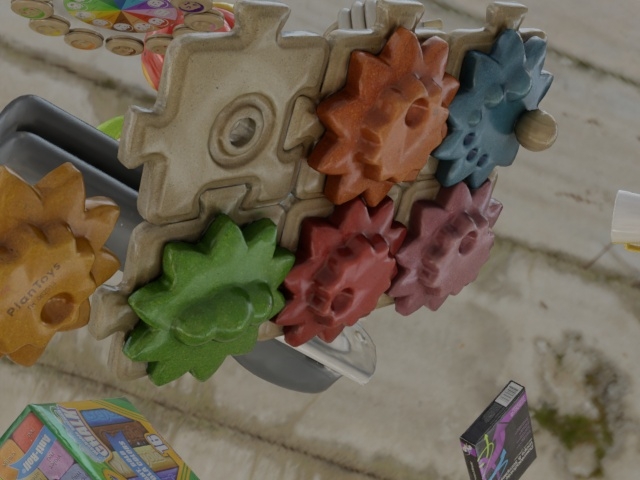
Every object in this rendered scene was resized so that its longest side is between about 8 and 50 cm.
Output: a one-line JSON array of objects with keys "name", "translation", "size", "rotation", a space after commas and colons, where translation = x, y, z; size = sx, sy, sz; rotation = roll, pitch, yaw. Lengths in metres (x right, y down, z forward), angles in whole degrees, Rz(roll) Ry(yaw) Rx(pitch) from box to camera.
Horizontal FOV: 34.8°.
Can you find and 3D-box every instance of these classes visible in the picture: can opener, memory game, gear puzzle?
[{"name": "can opener", "translation": [-0.082, 0.024, 0.616], "size": [0.283, 0.095, 0.076], "rotation": [30, -151, -29]}, {"name": "memory game", "translation": [-0.177, -0.198, 0.895], "size": [0.186, 0.186, 0.012], "rotation": [5, -103, -18]}, {"name": "gear puzzle", "translation": [-0.010, -0.013, 0.437], "size": [0.339, 0.175, 0.044], "rotation": [-12, -142, -43]}]

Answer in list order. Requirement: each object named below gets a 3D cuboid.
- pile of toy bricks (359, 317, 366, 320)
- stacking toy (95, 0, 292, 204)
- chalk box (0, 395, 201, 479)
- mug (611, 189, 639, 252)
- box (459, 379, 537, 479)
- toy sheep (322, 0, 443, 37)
[{"name": "pile of toy bricks", "translation": [0.000, 0.000, 1.267], "size": [0.105, 0.118, 0.212], "rotation": [1, -94, -4]}, {"name": "stacking toy", "translation": [-0.122, -0.072, 1.056], "size": [0.309, 0.279, 0.130], "rotation": [51, -168, 4]}, {"name": "chalk box", "translation": [-0.296, 0.308, 1.188], "size": [0.179, 0.289, 0.180], "rotation": [43, -84, 18]}, {"name": "mug", "translation": [0.368, -0.022, 1.158], "size": [0.064, 0.078, 0.062], "rotation": [7, -98, 22]}, {"name": "box", "translation": [0.247, 0.284, 1.398], "size": [0.029, 0.162, 0.116], "rotation": [26, -123, 38]}, {"name": "toy sheep", "translation": [0.062, -0.211, 1.063], "size": [0.132, 0.091, 0.091], "rotation": [-10, -118, 3]}]
